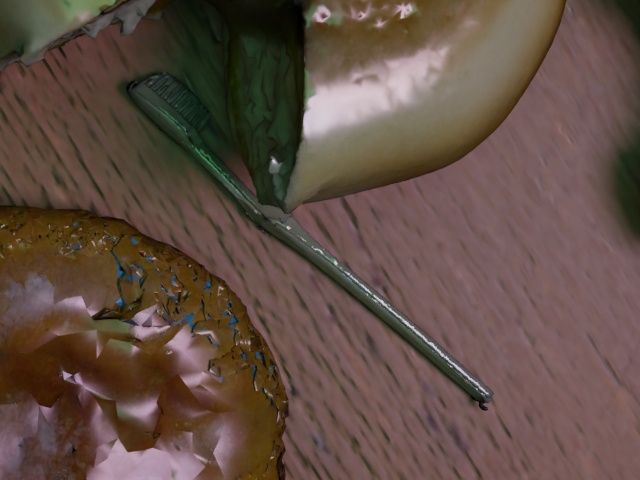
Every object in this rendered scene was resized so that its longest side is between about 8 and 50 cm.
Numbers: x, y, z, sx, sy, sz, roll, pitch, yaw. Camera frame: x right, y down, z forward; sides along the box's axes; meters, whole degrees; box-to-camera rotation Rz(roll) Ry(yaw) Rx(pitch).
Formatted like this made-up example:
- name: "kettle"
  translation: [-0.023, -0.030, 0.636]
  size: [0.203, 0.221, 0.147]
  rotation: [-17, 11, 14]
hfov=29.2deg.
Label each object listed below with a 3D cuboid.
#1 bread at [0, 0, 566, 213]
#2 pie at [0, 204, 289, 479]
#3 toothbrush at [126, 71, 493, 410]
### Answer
- name: "bread"
  translation: [-0.028, -0.175, 0.660]
  size: [0.333, 0.160, 0.333]
  rotation: [0, 89, -16]
- name: "pie"
  translation: [-0.135, 0.107, 0.685]
  size: [0.273, 0.069, 0.273]
  rotation: [1, 88, -32]
- name: "toothbrush"
  translation: [-0.003, 0.004, 0.742]
  size: [0.294, 0.026, 0.028]
  rotation: [45, 71, -7]
